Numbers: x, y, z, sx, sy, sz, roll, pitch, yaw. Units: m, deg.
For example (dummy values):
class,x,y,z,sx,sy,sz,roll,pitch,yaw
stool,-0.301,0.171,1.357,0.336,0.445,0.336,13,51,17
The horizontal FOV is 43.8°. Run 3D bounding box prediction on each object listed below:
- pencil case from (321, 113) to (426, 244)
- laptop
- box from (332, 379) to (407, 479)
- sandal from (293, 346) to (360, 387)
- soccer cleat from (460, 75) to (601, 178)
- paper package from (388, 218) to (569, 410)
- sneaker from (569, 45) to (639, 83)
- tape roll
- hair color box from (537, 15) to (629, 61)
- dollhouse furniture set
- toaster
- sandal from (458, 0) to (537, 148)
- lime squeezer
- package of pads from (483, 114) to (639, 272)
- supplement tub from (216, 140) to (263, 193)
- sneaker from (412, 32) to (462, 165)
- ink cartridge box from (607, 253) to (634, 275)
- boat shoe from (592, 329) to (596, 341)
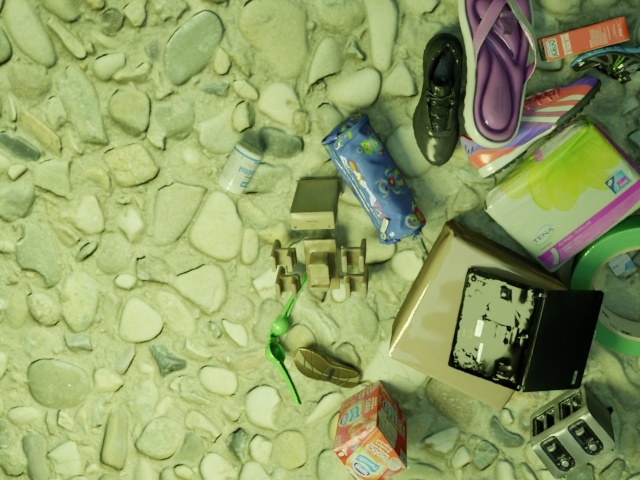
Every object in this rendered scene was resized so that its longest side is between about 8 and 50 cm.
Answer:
class,x,y,z,sx,sy,sz,roll,pitch,yaw
pencil case,0.120,-0.129,1.786,0.119,0.133,0.306,-23,101,42
laptop,0.439,0.191,1.717,0.264,0.137,0.234,17,107,28
box,0.120,0.452,1.869,0.123,0.257,0.128,-33,98,12
sandal,0.013,0.309,1.959,0.180,0.049,0.072,23,112,-14
soccer cleat,0.452,-0.267,1.722,0.318,0.108,0.116,-37,91,17
paper package,0.353,0.166,1.812,0.310,0.168,0.324,27,105,0
sneaker,0.626,-0.371,1.688,0.188,0.067,0.078,-1,98,5
tape roll,0.718,0.102,1.754,0.321,0.077,0.321,8,116,16
hair color box,0.548,-0.422,1.672,0.167,0.093,0.053,-15,101,10
dollhouse furniture set,0.000,0.000,1.846,0.212,0.161,0.242,-1,122,8
toaster,0.587,0.438,1.854,0.168,0.185,0.110,-39,94,23
sandal,0.382,-0.401,1.645,0.169,0.102,0.416,-1,88,-17
lime squeezer,-0.086,0.233,1.919,0.110,0.059,0.310,-8,74,51
package of pads,0.530,-0.101,1.725,0.229,0.101,0.296,42,114,-11
supplement tub,-0.186,-0.169,1.846,0.071,0.071,0.107,30,106,-1
sneaker,0.254,-0.300,1.724,0.109,0.130,0.286,0,106,6
ink cartridge box,0.667,0.032,1.806,0.048,0.028,0.083,-34,98,14
boat shoe,0.540,0.268,1.823,0.083,0.076,0.226,33,130,8
